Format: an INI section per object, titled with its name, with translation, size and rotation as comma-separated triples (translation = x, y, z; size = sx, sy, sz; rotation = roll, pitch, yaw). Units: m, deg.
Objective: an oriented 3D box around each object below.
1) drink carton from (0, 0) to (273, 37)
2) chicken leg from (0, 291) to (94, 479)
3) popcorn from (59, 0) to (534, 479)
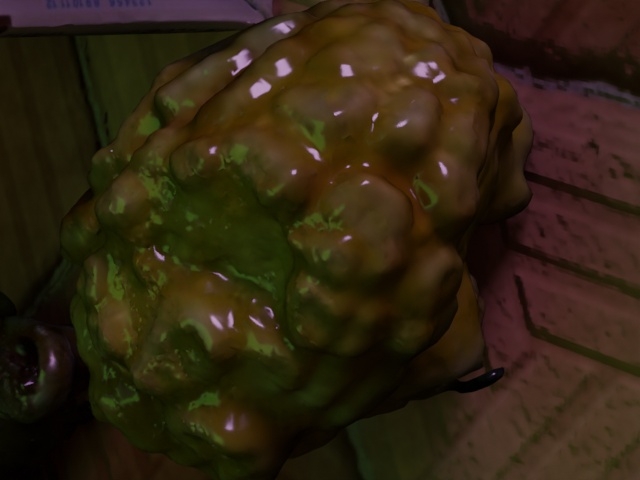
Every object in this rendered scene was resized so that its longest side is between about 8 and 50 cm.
[drink carton]
translation = -0.189, -0.175, 0.913
size = 0.324, 0.194, 0.132
rotation = 15, 104, 40
[chicken leg]
translation = -0.244, 0.175, 1.063
size = 0.211, 0.140, 0.361
rotation = 24, 103, 15
[popcorn]
translation = -0.002, 0.001, 0.785
size = 0.218, 0.189, 0.169
rotation = -41, 76, 31
